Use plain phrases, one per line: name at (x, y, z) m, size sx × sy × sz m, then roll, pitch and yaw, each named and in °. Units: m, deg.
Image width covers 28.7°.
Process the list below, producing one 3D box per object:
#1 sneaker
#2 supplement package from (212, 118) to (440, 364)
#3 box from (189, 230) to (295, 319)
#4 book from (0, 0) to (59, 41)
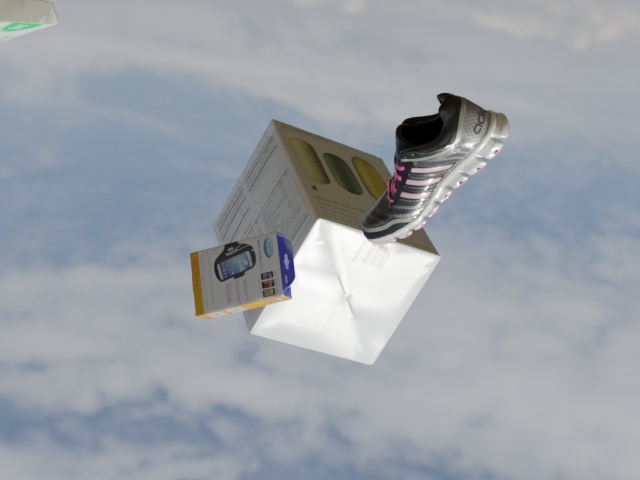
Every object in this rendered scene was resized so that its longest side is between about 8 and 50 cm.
sneaker at (0.083, -0.067, 1.095) m, size 0.074 × 0.170 × 0.063 m, roll 35°, pitch -148°, yaw -19°
supplement package at (0.000, 0.000, 1.745) m, size 0.199 × 0.198 × 0.263 m, roll 17°, pitch -153°, yaw -28°
box at (-0.088, 0.041, 1.485) m, size 0.136 × 0.081 × 0.028 m, roll -13°, pitch 162°, yaw 20°
book at (-0.302, -0.170, 1.025) m, size 0.144 × 0.035 × 0.096 m, roll -13°, pitch -177°, yaw 21°
